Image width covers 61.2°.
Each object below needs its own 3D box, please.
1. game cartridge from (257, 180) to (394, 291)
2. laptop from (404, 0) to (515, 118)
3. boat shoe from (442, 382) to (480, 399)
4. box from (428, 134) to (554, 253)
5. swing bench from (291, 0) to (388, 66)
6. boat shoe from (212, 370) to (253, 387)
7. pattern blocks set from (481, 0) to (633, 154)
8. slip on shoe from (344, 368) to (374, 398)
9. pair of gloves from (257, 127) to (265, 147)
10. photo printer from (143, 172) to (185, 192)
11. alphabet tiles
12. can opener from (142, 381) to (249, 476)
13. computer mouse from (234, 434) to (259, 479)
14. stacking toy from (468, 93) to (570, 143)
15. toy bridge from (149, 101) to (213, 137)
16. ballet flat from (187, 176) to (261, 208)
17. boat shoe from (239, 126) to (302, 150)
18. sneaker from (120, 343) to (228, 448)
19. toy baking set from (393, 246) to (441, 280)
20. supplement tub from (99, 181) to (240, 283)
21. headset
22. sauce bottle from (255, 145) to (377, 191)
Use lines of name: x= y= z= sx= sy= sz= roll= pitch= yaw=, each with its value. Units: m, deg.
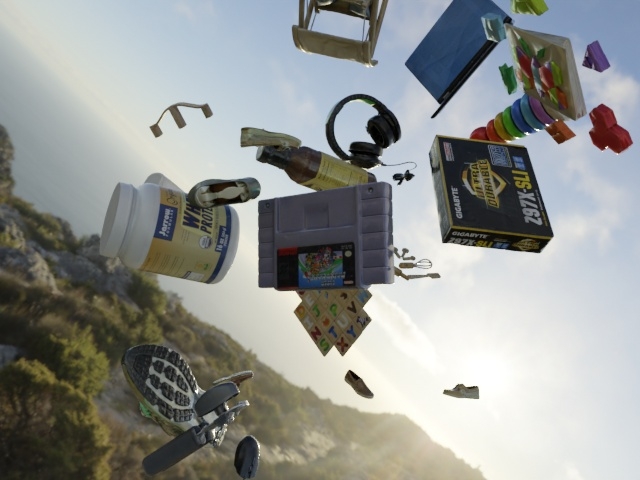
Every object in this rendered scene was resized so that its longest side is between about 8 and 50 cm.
game cartridge: x=0.000 y=0.000 z=1.243 sx=0.355 sy=0.230 sz=0.068 roll=-6 pitch=-12 yaw=34
laptop: x=0.467 y=-0.687 z=1.929 sx=0.236 sy=0.382 sz=0.408 roll=40 pitch=31 yaw=0
boat shoe: x=0.434 y=0.462 z=1.671 sx=0.135 sy=0.045 sz=0.050 roll=11 pitch=-7 yaw=-27
box: x=0.424 y=-0.124 z=1.382 sx=0.257 sy=0.322 sz=0.079 roll=7 pitch=-39 yaw=-7
swing bench: x=0.060 y=-0.680 z=1.657 sx=0.253 sy=0.254 sz=0.165 roll=17 pitch=24 yaw=16
boat shoe: x=-0.374 y=0.615 z=2.351 sx=0.064 sy=0.178 sz=0.060 roll=164 pitch=-91 yaw=-77
pattern blocks set: x=0.371 y=-0.280 z=0.900 sx=0.285 sy=0.026 sz=0.325 roll=60 pitch=3 yaw=-21
slip on shoe: x=0.136 y=0.497 z=1.874 sx=0.051 sy=0.041 sz=0.135 roll=1 pitch=22 yaw=-39
pair of gloves: x=-0.196 y=-0.333 z=1.798 sx=0.074 sy=0.083 sz=0.010 roll=54 pitch=-42 yaw=4
photo printer: x=-0.533 y=-0.055 z=1.920 sx=0.107 sy=0.256 sz=0.307 roll=11 pitch=-22 yaw=31
alphabet tiles: x=0.036 y=0.221 z=1.886 sx=0.011 sy=0.285 sz=0.342 roll=17 pitch=25 yaw=-46
can opener: x=-0.283 y=0.414 z=1.203 sx=0.095 sy=0.283 sz=0.076 roll=59 pitch=13 yaw=17
computer mouse: x=-0.199 y=0.659 z=1.474 sx=0.041 sy=0.242 sz=0.071 roll=-18 pitch=-28 yaw=39
stacking toy: x=0.583 y=-0.357 z=1.628 sx=0.141 sy=0.141 sz=0.330 roll=46 pitch=-35 yaw=-13
toy bridge: x=-0.376 y=-0.326 z=1.423 sx=0.026 sy=0.188 sz=0.063 roll=-70 pitch=140 yaw=-55
ballet flat: x=-0.246 y=-0.114 z=1.306 sx=0.068 sy=0.213 sz=0.072 roll=-38 pitch=119 yaw=-64
boat shoe: x=-0.113 y=-0.224 z=1.245 sx=0.153 sy=0.048 sz=0.056 roll=6 pitch=1 yaw=-36
sneaker: x=-0.395 y=0.408 z=1.347 sx=0.158 sy=0.182 sz=0.410 roll=-84 pitch=156 yaw=-45
toy baking set: x=0.329 y=0.086 z=2.076 sx=0.256 sy=0.197 sz=0.030 roll=34 pitch=-51 yaw=29
supplement tub: x=-0.396 y=-0.020 z=1.431 sx=0.316 sy=0.228 sz=0.228 roll=15 pitch=10 yaw=-29
headset: x=0.186 y=-0.348 z=1.958 sx=0.394 sy=0.243 sz=0.185 roll=38 pitch=-8 yaw=-15
sauce bottle: x=-0.011 y=-0.195 z=1.508 sx=0.344 sy=0.111 sz=0.111 roll=20 pitch=4 yaw=-21
